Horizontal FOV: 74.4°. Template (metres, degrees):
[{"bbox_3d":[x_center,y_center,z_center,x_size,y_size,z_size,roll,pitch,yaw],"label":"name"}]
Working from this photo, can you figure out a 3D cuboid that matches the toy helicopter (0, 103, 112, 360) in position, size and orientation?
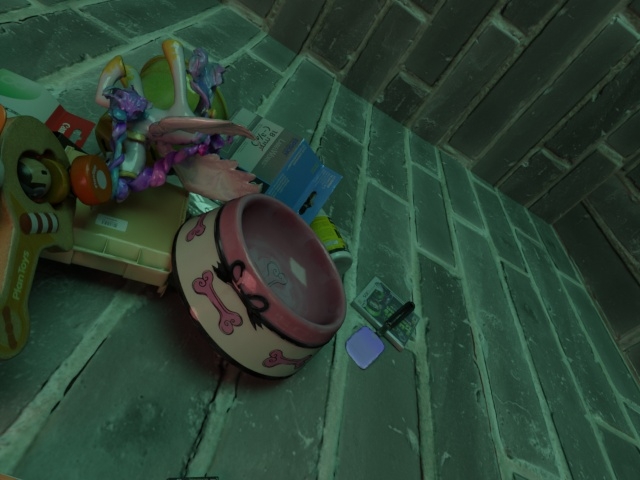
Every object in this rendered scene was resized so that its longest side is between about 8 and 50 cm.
[{"bbox_3d":[-0.420,-0.020,0.576,0.140,0.235,0.356,-5,65,-2],"label":"toy helicopter"}]

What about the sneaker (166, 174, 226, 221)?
[{"bbox_3d":[-0.317,-0.080,1.056,0.234,0.090,0.095,25,46,-17],"label":"sneaker"}]

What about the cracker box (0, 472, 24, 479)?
[{"bbox_3d":[-0.400,0.285,0.418,0.155,0.232,0.067,29,35,-14],"label":"cracker box"}]

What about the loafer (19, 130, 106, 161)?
[{"bbox_3d":[-0.571,-0.195,0.923,0.219,0.079,0.080,13,22,-49],"label":"loafer"}]

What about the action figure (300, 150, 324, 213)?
[{"bbox_3d":[-0.087,-0.166,1.221,0.284,0.099,0.186,-5,53,9],"label":"action figure"}]

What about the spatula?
[{"bbox_3d":[0.177,0.236,1.145,0.084,0.030,0.296,47,43,15],"label":"spatula"}]

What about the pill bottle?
[{"bbox_3d":[0.000,0.000,1.216,0.119,0.119,0.209,3,48,-40],"label":"pill bottle"}]

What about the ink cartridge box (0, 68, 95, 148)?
[{"bbox_3d":[-0.679,-0.304,1.011,0.224,0.056,0.181,19,39,-23],"label":"ink cartridge box"}]

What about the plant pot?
[{"bbox_3d":[-0.418,-0.292,1.084,0.276,0.276,0.254,33,46,-8],"label":"plant pot"}]

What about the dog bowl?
[{"bbox_3d":[-0.103,0.074,0.904,0.408,0.150,0.408,44,25,-26],"label":"dog bowl"}]

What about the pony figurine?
[{"bbox_3d":[-0.292,-0.224,0.858,0.350,0.303,0.364,0,67,-7],"label":"pony figurine"}]

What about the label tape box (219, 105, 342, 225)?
[{"bbox_3d":[-0.143,-0.180,1.123,0.333,0.106,0.241,30,76,15],"label":"label tape box"}]

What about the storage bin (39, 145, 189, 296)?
[{"bbox_3d":[-0.425,-0.033,0.865,0.262,0.123,0.261,20,39,-26],"label":"storage bin"}]

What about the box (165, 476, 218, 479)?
[{"bbox_3d":[-0.199,0.405,0.652,0.083,0.018,0.067,16,40,-29],"label":"box"}]

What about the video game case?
[{"bbox_3d":[0.197,0.208,1.240,0.190,0.022,0.173,43,35,8],"label":"video game case"}]
